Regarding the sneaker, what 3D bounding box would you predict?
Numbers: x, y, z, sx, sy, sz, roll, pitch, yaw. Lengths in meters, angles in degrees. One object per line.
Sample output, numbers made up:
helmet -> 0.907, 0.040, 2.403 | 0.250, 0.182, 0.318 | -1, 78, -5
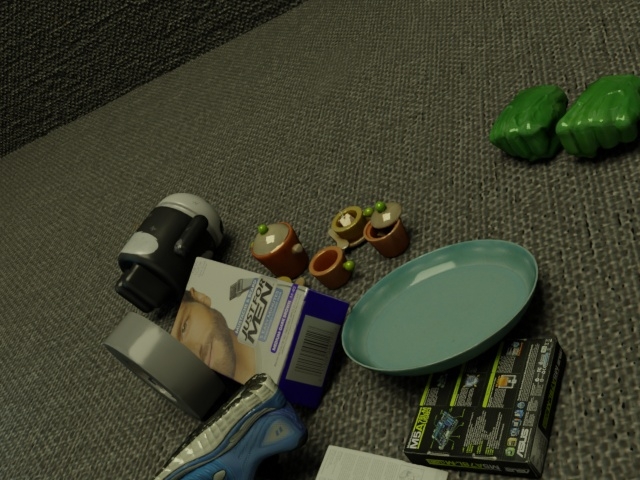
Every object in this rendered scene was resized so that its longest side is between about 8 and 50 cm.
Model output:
sneaker -> -0.145, 0.346, 1.133 | 0.330, 0.147, 0.130 | -44, 0, 28

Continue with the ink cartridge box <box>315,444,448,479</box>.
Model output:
ink cartridge box -> 0.071, 0.362, 1.018 | 0.179, 0.045, 0.145 | 7, 50, 24

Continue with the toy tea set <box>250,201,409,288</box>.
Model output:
toy tea set -> 0.000, 0.000, 1.434 | 0.336, 0.124, 0.200 | -29, 34, 13

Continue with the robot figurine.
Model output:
robot figurine -> -0.330, 0.025, 1.674 | 0.209, 0.173, 0.278 | 12, 55, 28

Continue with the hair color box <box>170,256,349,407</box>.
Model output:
hair color box -> -0.120, 0.150, 1.322 | 0.339, 0.110, 0.185 | 11, 81, 51

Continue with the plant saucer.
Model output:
plant saucer -> 0.184, 0.105, 1.159 | 0.317, 0.044, 0.317 | -25, 22, 11

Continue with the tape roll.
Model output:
tape roll -> -0.274, 0.221, 1.330 | 0.219, 0.219, 0.072 | 13, 58, 50

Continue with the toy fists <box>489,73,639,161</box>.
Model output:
toy fists -> 0.426, -0.204, 1.323 | 0.279, 0.096, 0.142 | 4, 40, 47

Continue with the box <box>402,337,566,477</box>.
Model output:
box -> 0.223, 0.221, 1.030 | 0.184, 0.045, 0.190 | -10, 41, 39
